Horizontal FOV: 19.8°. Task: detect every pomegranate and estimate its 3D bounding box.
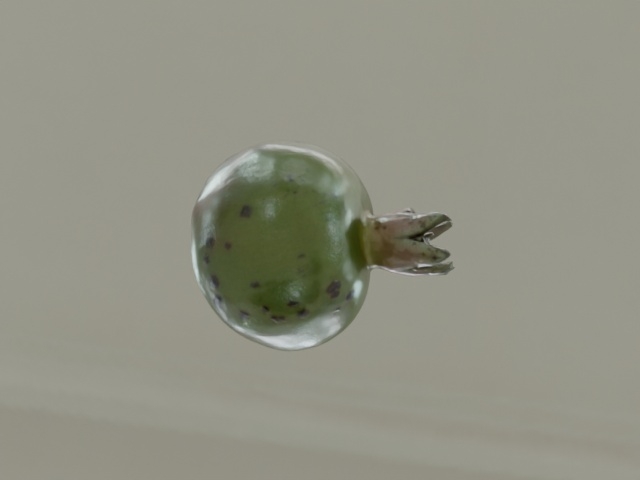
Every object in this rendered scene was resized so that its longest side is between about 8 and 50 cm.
[{"bbox_3d":[-0.002,-0.006,1.130,0.159,0.129,0.129,-23,-75,-3],"label":"pomegranate"}]
